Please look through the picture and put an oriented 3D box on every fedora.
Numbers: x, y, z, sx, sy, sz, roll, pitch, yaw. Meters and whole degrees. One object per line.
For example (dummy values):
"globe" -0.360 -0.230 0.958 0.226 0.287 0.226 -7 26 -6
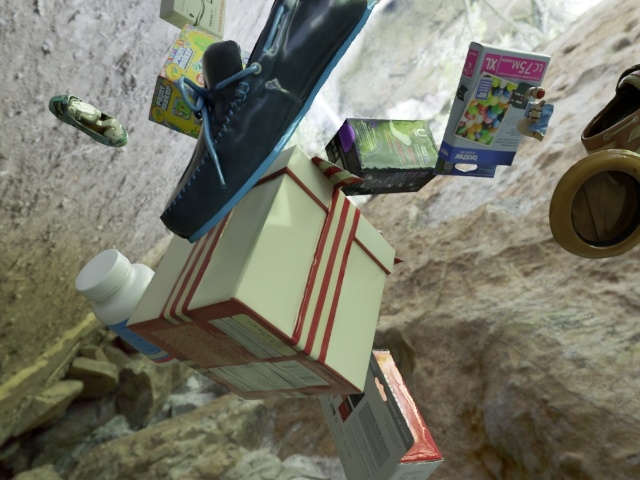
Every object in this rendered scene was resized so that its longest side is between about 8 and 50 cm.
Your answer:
"fedora" 0.472 -0.065 0.830 0.194 0.194 0.079 -50 -169 22

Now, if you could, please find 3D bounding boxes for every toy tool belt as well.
"toy tool belt" 0.365 -0.210 0.811 0.051 0.052 0.083 -118 -148 -64

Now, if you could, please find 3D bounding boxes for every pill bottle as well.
"pill bottle" -0.329 0.121 0.889 0.124 0.221 0.124 -19 -139 18

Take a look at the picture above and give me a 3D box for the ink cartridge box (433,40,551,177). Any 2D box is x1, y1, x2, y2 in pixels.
"ink cartridge box" 0.391 -0.283 1.133 0.065 0.185 0.311 -117 -147 -54

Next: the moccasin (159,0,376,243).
"moccasin" -0.077 -0.162 0.516 0.342 0.117 0.137 -60 -157 -13

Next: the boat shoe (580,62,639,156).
"boat shoe" 0.628 -0.277 0.922 0.324 0.120 0.122 -52 -158 6

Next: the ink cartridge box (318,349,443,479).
"ink cartridge box" 0.143 0.420 1.161 0.272 0.130 0.309 -63 -147 30

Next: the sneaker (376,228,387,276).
"sneaker" 0.142 0.088 1.404 0.130 0.147 0.330 112 -16 -57

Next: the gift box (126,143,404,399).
"gift box" -0.043 0.046 0.648 0.276 0.255 0.258 -14 -136 35

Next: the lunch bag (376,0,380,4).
"lunch bag" 0.058 -0.621 1.077 0.176 0.219 0.090 -42 -178 -43

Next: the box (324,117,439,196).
"box" 0.174 -0.227 1.335 0.270 0.165 0.143 -5 160 -26

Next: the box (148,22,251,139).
"box" -0.339 -0.464 1.503 0.177 0.279 0.290 128 -25 -47

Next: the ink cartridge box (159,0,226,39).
"ink cartridge box" -0.416 -0.768 1.612 0.086 0.203 0.148 0 -97 39

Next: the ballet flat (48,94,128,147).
"ballet flat" -0.472 -0.250 1.031 0.070 0.070 0.188 -51 149 12
